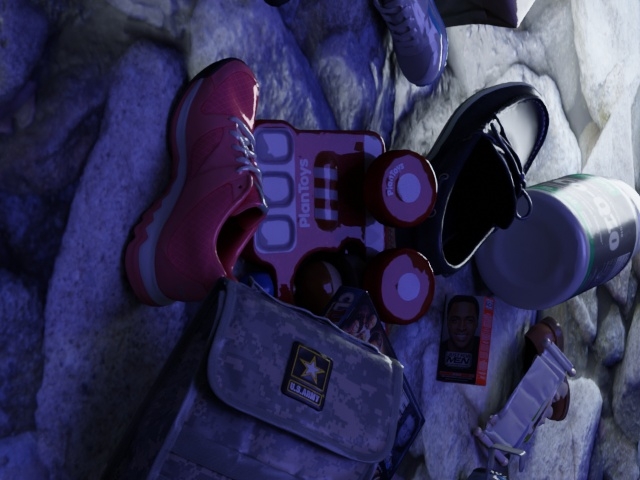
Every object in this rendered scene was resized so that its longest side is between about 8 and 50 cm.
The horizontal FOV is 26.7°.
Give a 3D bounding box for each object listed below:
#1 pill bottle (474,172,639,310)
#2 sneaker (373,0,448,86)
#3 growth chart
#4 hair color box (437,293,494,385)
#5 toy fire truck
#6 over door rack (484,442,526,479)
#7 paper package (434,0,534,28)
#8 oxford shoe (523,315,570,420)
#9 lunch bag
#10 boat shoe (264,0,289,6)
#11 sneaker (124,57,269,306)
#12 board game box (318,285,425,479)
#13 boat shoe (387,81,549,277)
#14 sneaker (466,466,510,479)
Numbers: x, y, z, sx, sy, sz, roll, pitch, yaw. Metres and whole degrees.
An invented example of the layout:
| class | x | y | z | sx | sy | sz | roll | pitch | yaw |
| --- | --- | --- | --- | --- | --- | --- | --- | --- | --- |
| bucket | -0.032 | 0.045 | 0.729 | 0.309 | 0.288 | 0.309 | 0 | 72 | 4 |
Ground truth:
| class | x | y | z | sx | sy | sz | roll | pitch | yaw |
| --- | --- | --- | --- | --- | --- | --- | --- | --- | --- |
| pill bottle | 0.428 | -0.009 | 2.341 | 0.361 | 0.204 | 0.204 | -16 | 106 | -57 |
| sneaker | 0.119 | -0.331 | 1.940 | 0.092 | 0.087 | 0.228 | -22 | 104 | -48 |
| growth chart | 0.364 | 0.286 | 2.364 | 0.237 | 0.021 | 0.172 | -51 | 139 | -16 |
| hair color box | 0.233 | 0.159 | 2.163 | 0.043 | 0.072 | 0.141 | 19 | 75 | -57 |
| toy fire truck | 0.000 | 0.000 | 1.721 | 0.254 | 0.169 | 0.302 | -1 | 93 | -34 |
| over door rack | 0.176 | 0.464 | 2.033 | 0.239 | 0.108 | 0.324 | -16 | 127 | -56 |
| paper package | 0.250 | -0.521 | 2.048 | 0.325 | 0.168 | 0.309 | -55 | 136 | -42 |
| oxford shoe | 0.404 | 0.245 | 2.468 | 0.076 | 0.076 | 0.212 | -25 | 116 | -25 |
| lunch bag | -0.063 | 0.204 | 1.444 | 0.235 | 0.169 | 0.287 | 27 | 89 | -20 |
| boat shoe | 0.008 | -0.419 | 1.704 | 0.340 | 0.127 | 0.113 | -59 | 140 | -35 |
| sneaker | -0.106 | -0.063 | 1.536 | 0.116 | 0.136 | 0.314 | 44 | 55 | -52 |
| board game box | 0.041 | 0.199 | 1.656 | 0.165 | 0.042 | 0.243 | -55 | 135 | -33 |
| boat shoe | 0.238 | -0.089 | 2.035 | 0.500 | 0.156 | 0.187 | -41 | 123 | -43 |
| sneaker | 0.277 | 0.506 | 2.233 | 0.125 | 0.104 | 0.262 | -30 | 117 | -51 |
